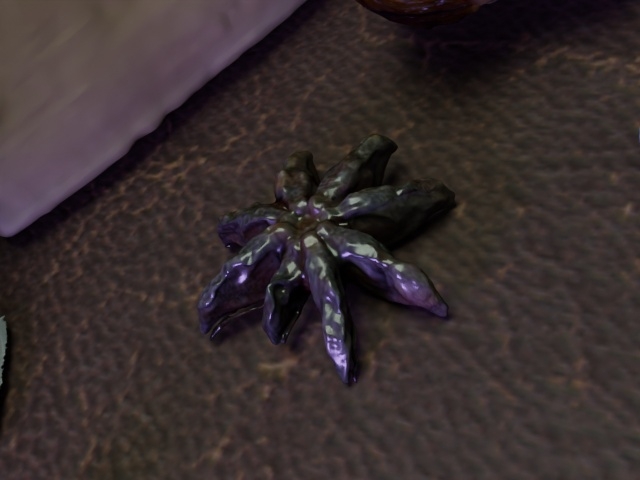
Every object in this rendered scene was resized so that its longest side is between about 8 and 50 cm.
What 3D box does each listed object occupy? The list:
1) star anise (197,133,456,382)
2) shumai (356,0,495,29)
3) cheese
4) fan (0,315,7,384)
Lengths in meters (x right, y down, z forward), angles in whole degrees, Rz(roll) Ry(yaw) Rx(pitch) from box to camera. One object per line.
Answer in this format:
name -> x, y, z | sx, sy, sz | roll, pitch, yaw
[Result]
star anise -> 0.000, -0.002, 0.451 | 0.141, 0.042, 0.141 | -13, 49, 15
shumai -> 0.074, -0.178, 0.514 | 0.120, 0.201, 0.201 | -61, 37, 31
cheese -> -0.158, -0.170, 0.530 | 0.265, 0.242, 0.124 | -41, 38, -9
fan -> -0.283, 0.158, 0.484 | 0.191, 0.009, 0.329 | 11, 57, 35
